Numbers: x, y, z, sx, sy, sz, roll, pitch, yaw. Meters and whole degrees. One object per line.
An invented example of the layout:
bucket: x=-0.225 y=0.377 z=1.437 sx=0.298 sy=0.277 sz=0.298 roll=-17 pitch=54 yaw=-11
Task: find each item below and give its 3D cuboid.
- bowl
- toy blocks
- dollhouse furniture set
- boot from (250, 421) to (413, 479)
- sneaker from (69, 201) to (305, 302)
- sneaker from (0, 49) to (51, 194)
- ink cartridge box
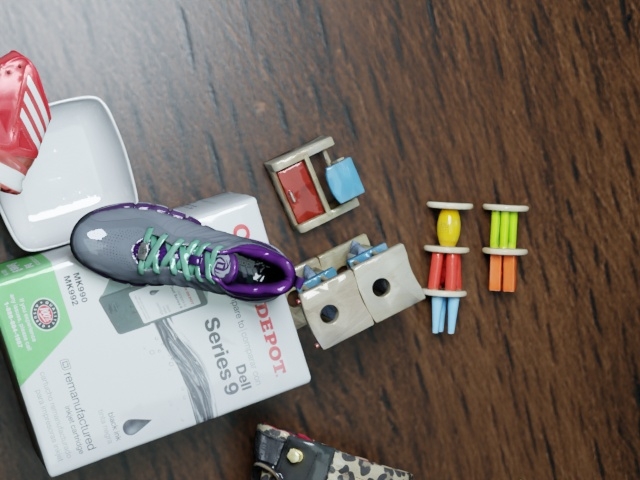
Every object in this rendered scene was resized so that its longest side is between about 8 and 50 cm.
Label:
bowl: x=-0.271 y=-0.071 z=1.560 sx=0.142 sy=0.053 sz=0.142 roll=-20 pitch=101 yaw=-15
toy blocks: x=0.174 y=0.032 z=1.710 sx=0.123 sy=0.054 sz=0.148 roll=2 pitch=94 yaw=-17
dollhouse furniture set: x=0.000 y=0.000 z=1.612 sx=0.129 sy=0.129 sz=0.183 roll=-26 pitch=103 yaw=-14
boot: x=-0.091 y=0.333 z=1.609 sx=0.377 sy=0.138 sz=0.284 roll=20 pitch=85 yaw=-13
sneaker: x=-0.126 y=0.010 z=1.463 sx=0.224 sy=0.098 sz=0.083 roll=10 pitch=88 yaw=-17
sneaker: x=-0.357 y=-0.145 z=1.453 sx=0.221 sy=0.087 sz=0.128 roll=34 pitch=76 yaw=-39
ink cartridge box: x=-0.181 y=0.089 z=1.565 sx=0.289 sy=0.121 sz=0.211 roll=-19 pitch=99 yaw=-15
